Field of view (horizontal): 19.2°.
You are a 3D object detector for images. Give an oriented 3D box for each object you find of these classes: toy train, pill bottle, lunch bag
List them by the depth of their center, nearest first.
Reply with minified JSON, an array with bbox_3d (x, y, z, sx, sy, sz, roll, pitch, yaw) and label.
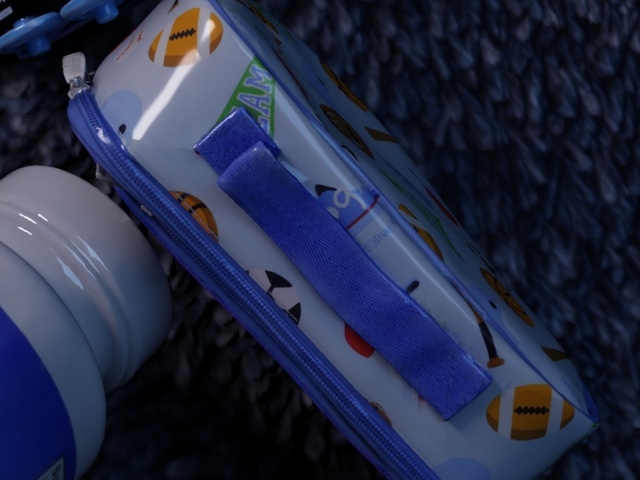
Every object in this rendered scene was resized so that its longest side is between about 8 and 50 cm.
[{"bbox_3d":[-0.191,0.083,0.829,0.152,0.152,0.272,49,53,-4],"label":"pill bottle"},{"bbox_3d":[0.000,0.000,0.934,0.115,0.243,0.303,-43,99,7],"label":"lunch bag"},{"bbox_3d":[-0.107,-0.154,0.977,0.105,0.184,0.080,-25,90,-57],"label":"toy train"}]
